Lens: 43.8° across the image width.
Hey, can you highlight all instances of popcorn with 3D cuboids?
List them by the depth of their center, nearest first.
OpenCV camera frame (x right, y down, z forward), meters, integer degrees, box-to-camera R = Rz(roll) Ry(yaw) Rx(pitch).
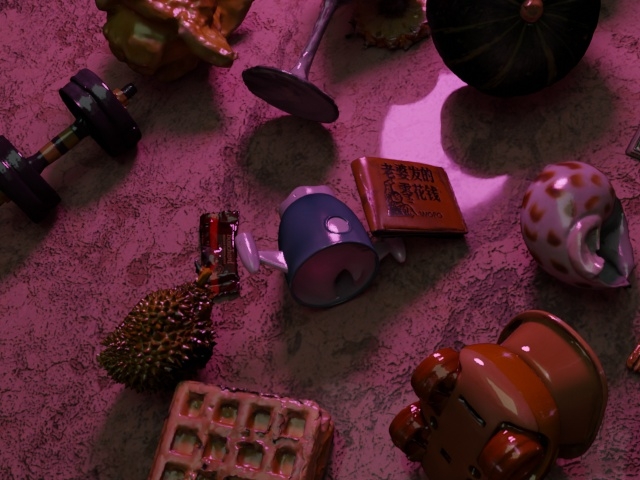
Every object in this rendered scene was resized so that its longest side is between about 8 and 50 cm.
[{"bbox_3d":[-0.302,-0.476,1.687,0.325,0.290,0.321,-26,93,-35],"label":"popcorn"}]

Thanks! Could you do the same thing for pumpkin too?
[{"bbox_3d":[0.347,-0.426,1.451,0.323,0.323,0.241,-27,24,-4],"label":"pumpkin"}]

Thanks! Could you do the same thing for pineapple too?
[{"bbox_3d":[0.153,-0.487,1.696,0.221,0.047,0.221,-6,59,10],"label":"pineapple"}]

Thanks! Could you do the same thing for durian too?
[{"bbox_3d":[-0.237,0.159,1.308,0.138,0.193,0.237,41,95,24],"label":"durian"}]

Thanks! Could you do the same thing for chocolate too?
[{"bbox_3d":[-0.189,0.022,1.474,0.086,0.028,0.183,-6,56,7],"label":"chocolate"}]

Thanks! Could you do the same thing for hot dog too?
[{"bbox_3d":[0.502,0.170,1.225,0.037,0.021,0.083,29,70,38],"label":"hot dog"}]

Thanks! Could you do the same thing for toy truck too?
[{"bbox_3d":[0.242,0.249,1.103,0.211,0.288,0.204,-19,50,-29],"label":"toy truck"}]

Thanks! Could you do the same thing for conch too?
[{"bbox_3d":[0.409,-0.036,1.298,0.148,0.182,0.275,-18,43,40],"label":"conch"}]

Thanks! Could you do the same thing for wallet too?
[{"bbox_3d":[0.155,-0.074,1.385,0.195,0.042,0.161,4,51,-27],"label":"wallet"}]

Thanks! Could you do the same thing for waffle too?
[{"bbox_3d":[-0.137,0.410,1.176,0.260,0.114,0.376,6,61,14],"label":"waffle"}]

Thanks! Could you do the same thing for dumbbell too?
[{"bbox_3d":[-0.521,-0.189,1.589,0.388,0.185,0.185,-42,59,-13],"label":"dumbbell"}]

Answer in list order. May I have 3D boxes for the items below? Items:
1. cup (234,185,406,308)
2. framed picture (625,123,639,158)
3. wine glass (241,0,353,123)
[{"bbox_3d":[0.000,0.000,1.369,0.299,0.168,0.173,-4,47,-21],"label":"cup"},{"bbox_3d":[0.683,-0.231,1.362,0.217,0.017,0.274,28,96,28],"label":"framed picture"},{"bbox_3d":[0.018,-0.455,1.563,0.267,0.267,0.406,18,77,22],"label":"wine glass"}]
